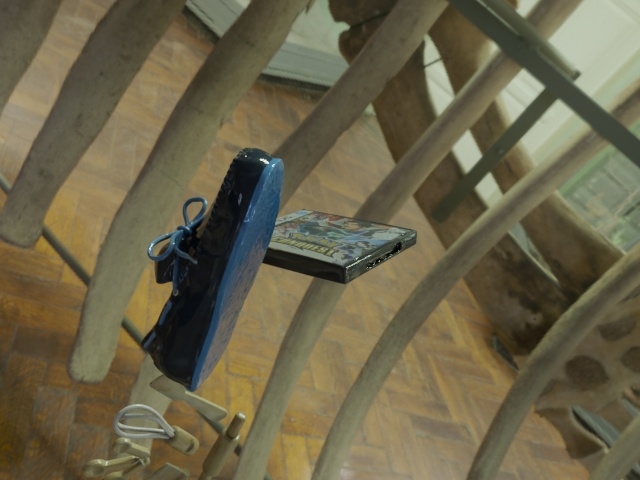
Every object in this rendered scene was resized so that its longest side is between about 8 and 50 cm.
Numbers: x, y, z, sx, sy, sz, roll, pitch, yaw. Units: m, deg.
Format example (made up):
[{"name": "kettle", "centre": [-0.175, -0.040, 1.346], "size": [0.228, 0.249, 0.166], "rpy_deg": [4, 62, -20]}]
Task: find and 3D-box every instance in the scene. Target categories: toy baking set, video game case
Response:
[{"name": "toy baking set", "centre": [-0.200, 0.279, 0.724], "size": [0.196, 0.256, 0.030], "rpy_deg": [15, 29, -36]}, {"name": "video game case", "centre": [0.000, 0.000, 0.991], "size": [0.274, 0.035, 0.248], "rpy_deg": [12, 21, 34]}]

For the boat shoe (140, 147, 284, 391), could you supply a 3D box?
[{"name": "boat shoe", "centre": [-0.111, 0.031, 0.472], "size": [0.089, 0.258, 0.109], "rpy_deg": [28, 24, 6]}]
